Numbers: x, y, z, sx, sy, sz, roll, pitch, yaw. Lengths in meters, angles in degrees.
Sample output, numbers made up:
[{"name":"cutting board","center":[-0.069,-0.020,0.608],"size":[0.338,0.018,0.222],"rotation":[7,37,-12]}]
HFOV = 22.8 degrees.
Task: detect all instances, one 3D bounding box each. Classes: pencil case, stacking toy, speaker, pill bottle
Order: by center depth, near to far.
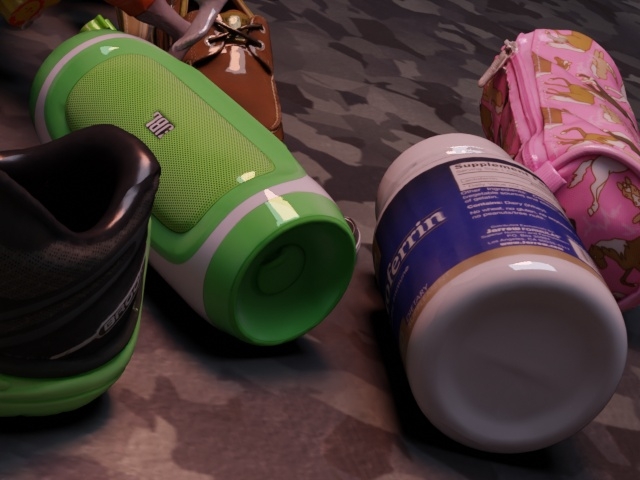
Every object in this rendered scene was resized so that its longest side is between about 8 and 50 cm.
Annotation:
[{"name":"pill bottle","center":[0.120,0.027,1.176],"size":[0.153,0.153,0.264],"rotation":[15,23,-14]},{"name":"speaker","center":[-0.101,-0.046,1.181],"size":[0.131,0.131,0.296],"rotation":[-1,31,-41]},{"name":"stacking toy","center":[-0.283,-0.256,1.476],"size":[0.167,0.052,0.221],"rotation":[51,7,10]},{"name":"pencil case","center":[0.232,-0.074,1.491],"size":[0.167,0.160,0.386],"rotation":[11,24,-3]}]

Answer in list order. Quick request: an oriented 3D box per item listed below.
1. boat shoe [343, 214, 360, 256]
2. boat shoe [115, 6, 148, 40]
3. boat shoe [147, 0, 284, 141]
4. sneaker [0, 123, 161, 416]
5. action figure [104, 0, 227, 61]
[{"name":"boat shoe","center":[0.000,0.000,1.274],"size":[0.049,0.040,0.142],"rotation":[27,24,14]},{"name":"boat shoe","center":[-0.206,-0.270,1.568],"size":[0.059,0.170,0.063],"rotation":[-8,3,-19]},{"name":"boat shoe","center":[-0.100,-0.168,1.476],"size":[0.111,0.104,0.307],"rotation":[10,26,-26]},{"name":"sneaker","center":[-0.275,-0.015,0.823],"size":[0.185,0.202,0.483],"rotation":[34,20,31]},{"name":"action figure","center":[-0.191,-0.304,1.370],"size":[0.330,0.178,0.341],"rotation":[59,0,-5]}]
